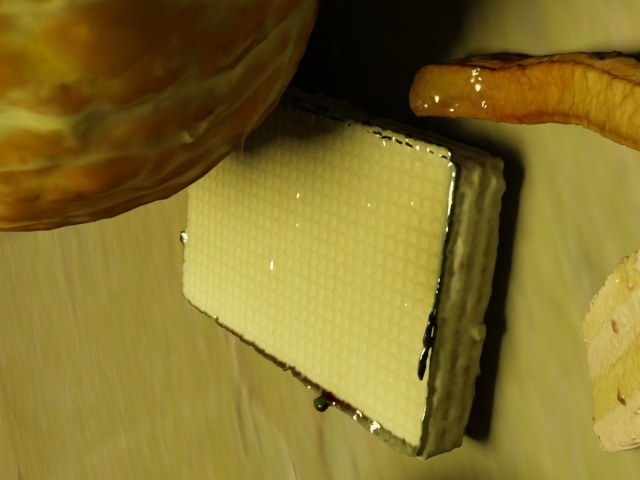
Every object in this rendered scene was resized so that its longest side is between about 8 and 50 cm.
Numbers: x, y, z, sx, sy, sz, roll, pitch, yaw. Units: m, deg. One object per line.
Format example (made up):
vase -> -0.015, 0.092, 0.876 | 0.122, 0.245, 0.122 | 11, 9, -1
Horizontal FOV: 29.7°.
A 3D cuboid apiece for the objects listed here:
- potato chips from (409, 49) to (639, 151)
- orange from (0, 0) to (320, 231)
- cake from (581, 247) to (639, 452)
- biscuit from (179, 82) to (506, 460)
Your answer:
potato chips -> 0.081, -0.038, 0.348 | 0.204, 0.037, 0.026 | -147, 45, -67
orange -> -0.120, -0.162, 0.439 | 0.329, 0.249, 0.329 | 179, 90, -82
cake -> 0.096, 0.030, 0.342 | 0.121, 0.065, 0.052 | 139, 122, -62
biscuit -> 0.000, 0.000, 0.508 | 0.199, 0.041, 0.121 | 28, 116, 53
